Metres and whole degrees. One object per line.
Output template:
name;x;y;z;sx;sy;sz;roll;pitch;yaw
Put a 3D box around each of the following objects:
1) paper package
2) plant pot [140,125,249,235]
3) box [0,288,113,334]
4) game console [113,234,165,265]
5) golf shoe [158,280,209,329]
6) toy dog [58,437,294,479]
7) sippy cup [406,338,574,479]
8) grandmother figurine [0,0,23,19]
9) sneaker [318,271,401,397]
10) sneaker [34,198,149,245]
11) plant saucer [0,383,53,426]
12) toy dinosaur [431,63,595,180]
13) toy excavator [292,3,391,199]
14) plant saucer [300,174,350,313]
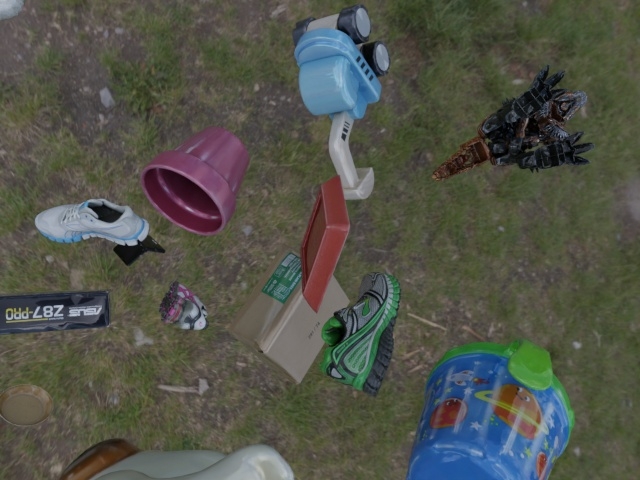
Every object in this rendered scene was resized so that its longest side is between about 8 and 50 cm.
paper package;-0.088;0.231;1.663;0.168;0.309;0.324;23;70;30
plant pot;-0.251;-0.141;1.160;0.201;0.201;0.180;37;54;-12
box;-0.722;0.173;1.324;0.395;0.318;0.097;-2;88;-20
game console;-0.557;0.030;1.657;0.107;0.122;0.071;13;106;-48
golf shoe;-0.269;0.135;1.062;0.086;0.186;0.067;31;91;-22
toy dog;-0.156;0.337;0.433;0.395;0.408;0.284;-38;98;7
sippy cup;0.241;0.306;0.805;0.224;0.240;0.305;-35;112;-55
grandmother figurine;-0.456;-0.456;0.667;0.208;0.104;0.342;-10;119;-14
sneaker;0.088;0.171;1.170;0.146;0.134;0.343;19;32;2
sneaker;-0.387;-0.042;0.890;0.191;0.083;0.071;1;60;5
plant saucer;-0.483;0.272;0.878;0.084;0.083;0.015;25;116;-16
toy dinosaur;0.354;-0.182;0.964;0.164;0.218;0.322;42;83;-11
toy excavator;0.059;-0.400;1.634;0.433;0.223;0.444;42;58;-48
plant saucer;0.000;0.000;1.316;0.048;0.258;0.259;12;122;-12
